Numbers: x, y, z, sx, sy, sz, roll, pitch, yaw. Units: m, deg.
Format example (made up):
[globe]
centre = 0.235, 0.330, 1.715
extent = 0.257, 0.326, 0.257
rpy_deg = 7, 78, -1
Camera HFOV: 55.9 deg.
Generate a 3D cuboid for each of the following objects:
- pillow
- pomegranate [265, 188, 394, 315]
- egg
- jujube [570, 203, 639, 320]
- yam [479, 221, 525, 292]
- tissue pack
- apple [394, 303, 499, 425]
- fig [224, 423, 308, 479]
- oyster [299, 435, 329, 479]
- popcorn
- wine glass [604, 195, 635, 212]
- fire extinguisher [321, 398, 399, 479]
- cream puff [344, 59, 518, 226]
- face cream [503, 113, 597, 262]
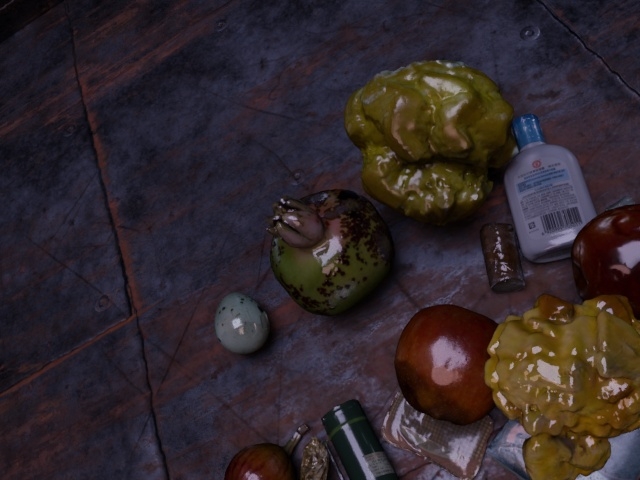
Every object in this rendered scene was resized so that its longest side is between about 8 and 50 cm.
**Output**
[pillow]
centre = 0.229, 0.379, 1.209
extent = 0.211, 0.034, 0.135
rpy_deg = 17, 74, 30
[pomegranate]
centre = 0.000, 0.000, 1.300
extent = 0.284, 0.340, 0.285
rpy_deg = -12, 62, 22
[egg]
centre = -0.186, 0.188, 1.418
extent = 0.131, 0.131, 0.164
rpy_deg = -28, 52, 9
[jujube]
centre = 0.629, 0.039, 1.098
extent = 0.317, 0.223, 0.223
rpy_deg = -8, 64, 9
[yam]
centre = 0.384, 0.034, 1.278
extent = 0.079, 0.079, 0.141
rpy_deg = -11, 64, 18
[tissue pack]
centre = 0.482, 0.326, 1.086
extent = 0.227, 0.103, 0.316
rpy_deg = 33, 83, 29
[apple]
centre = 0.251, 0.238, 1.157
extent = 0.229, 0.230, 0.230
rpy_deg = -9, 63, 19
[fig]
centre = -0.121, 0.486, 1.252
extent = 0.149, 0.148, 0.202
rpy_deg = 15, 28, -1
[oyster]
centre = -0.017, 0.488, 1.221
extent = 0.056, 0.105, 0.177
rpy_deg = 9, 68, -4
[popcorn]
centre = 0.396, 0.232, 0.969
extent = 0.264, 0.225, 0.333
rpy_deg = 21, 90, 10
[wine glass]
centre = 0.610, -0.056, 1.246
extent = 0.083, 0.042, 0.039
rpy_deg = -36, 86, 2
[fire extinguisher]
centre = 0.101, 0.467, 1.188
extent = 0.118, 0.093, 0.294
rpy_deg = -10, 54, -29
[cream puff]
centre = 0.233, -0.182, 1.280
extent = 0.377, 0.378, 0.276
rpy_deg = -4, 58, 21
[face cream]
centre = 0.482, -0.123, 1.305
extent = 0.162, 0.080, 0.337
rpy_deg = -18, 60, 22
